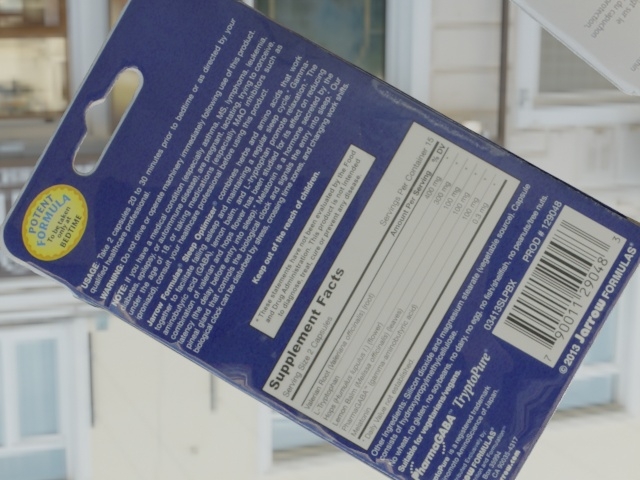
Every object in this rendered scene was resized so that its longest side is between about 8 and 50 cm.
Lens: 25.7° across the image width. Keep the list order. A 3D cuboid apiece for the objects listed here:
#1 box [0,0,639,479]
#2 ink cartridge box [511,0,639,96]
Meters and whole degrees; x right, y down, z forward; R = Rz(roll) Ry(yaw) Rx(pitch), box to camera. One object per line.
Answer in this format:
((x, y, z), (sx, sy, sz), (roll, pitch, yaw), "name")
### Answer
((0.000, 0.000, 0.559), (0.225, 0.136, 0.036), (30, -177, 2), "box")
((0.227, -0.178, 0.607), (0.261, 0.296, 0.066), (42, -146, 7), "ink cartridge box")
